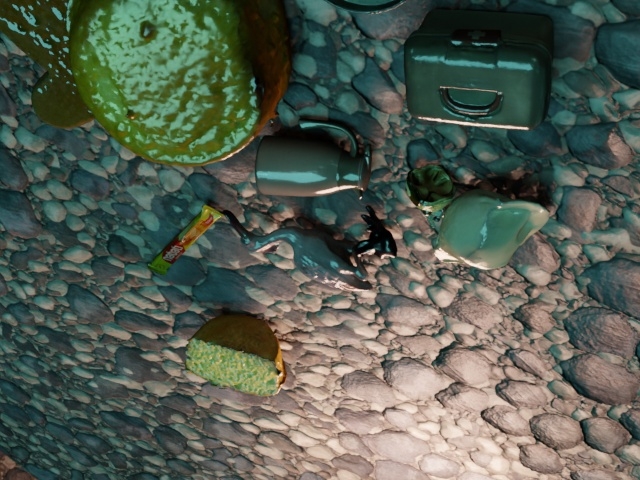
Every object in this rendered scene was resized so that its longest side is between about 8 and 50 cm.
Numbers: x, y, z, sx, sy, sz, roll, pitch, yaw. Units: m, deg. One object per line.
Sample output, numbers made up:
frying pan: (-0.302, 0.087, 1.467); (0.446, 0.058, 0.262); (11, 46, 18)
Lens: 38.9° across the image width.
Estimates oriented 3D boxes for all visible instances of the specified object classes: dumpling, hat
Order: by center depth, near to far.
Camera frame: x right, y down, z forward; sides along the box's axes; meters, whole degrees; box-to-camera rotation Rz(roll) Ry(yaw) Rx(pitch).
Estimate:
dumpling: (0.291, -0.015, 1.531); (0.167, 0.126, 0.215); (11, 126, -24)
hat: (0.184, -0.082, 1.533); (0.076, 0.077, 0.059); (-20, 152, -13)

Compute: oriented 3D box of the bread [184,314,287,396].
bread: (-0.175, 0.243, 2.003); (0.229, 0.139, 0.143); (15, 135, 11)

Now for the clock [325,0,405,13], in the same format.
clock: (0.055, -0.420, 1.276); (0.215, 0.042, 0.215); (14, 137, 14)

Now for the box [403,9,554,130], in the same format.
box: (0.229, -0.246, 1.301); (0.210, 0.129, 0.148); (8, 136, 18)

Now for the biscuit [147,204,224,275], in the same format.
biscuit: (-0.284, -0.001, 1.893); (0.048, 0.026, 0.292); (21, 143, -25)

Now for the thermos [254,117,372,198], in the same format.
thermos: (-0.006, -0.140, 1.563); (0.193, 0.105, 0.137); (6, 104, 17)

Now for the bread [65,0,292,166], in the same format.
bread: (-0.214, -0.290, 1.376); (0.337, 0.204, 0.358); (-15, 121, 4)

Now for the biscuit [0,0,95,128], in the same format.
biscuit: (-0.425, -0.382, 1.517); (0.368, 0.076, 0.394); (-29, 118, 31)

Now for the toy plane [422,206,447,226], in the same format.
toy plane: (0.198, -0.057, 1.584); (0.083, 0.033, 0.080); (24, 128, 4)

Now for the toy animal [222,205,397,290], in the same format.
toy animal: (-0.011, 0.017, 1.724); (0.324, 0.090, 0.195); (2, 128, 12)
